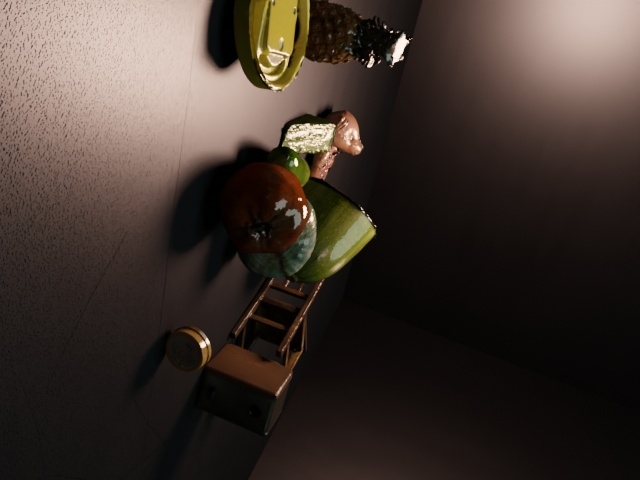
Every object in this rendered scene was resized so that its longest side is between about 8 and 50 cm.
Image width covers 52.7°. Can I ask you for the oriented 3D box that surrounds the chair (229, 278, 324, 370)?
[{"bbox_3d":[-0.135,0.275,2.183,0.416,0.203,0.241,-57,160,-47],"label":"chair"}]

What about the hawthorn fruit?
[{"bbox_3d":[-0.133,-0.095,1.497,0.262,0.210,0.211,-100,-161,-52],"label":"hawthorn fruit"}]

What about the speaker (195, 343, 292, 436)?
[{"bbox_3d":[-0.222,0.440,1.916,0.192,0.230,0.153,-46,155,-67],"label":"speaker"}]

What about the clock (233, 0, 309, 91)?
[{"bbox_3d":[-0.101,-0.445,1.280,0.277,0.071,0.294,-7,106,-70],"label":"clock"}]

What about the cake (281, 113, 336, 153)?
[{"bbox_3d":[-0.064,-0.309,1.884,0.235,0.099,0.100,-16,129,-52],"label":"cake"}]

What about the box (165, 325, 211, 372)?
[{"bbox_3d":[-0.301,0.247,1.469,0.037,0.105,0.106,-31,141,-63],"label":"box"}]

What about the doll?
[{"bbox_3d":[0.051,-0.293,2.205,0.201,0.156,0.303,-62,174,-69],"label":"doll"}]

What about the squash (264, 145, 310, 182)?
[{"bbox_3d":[-0.088,-0.188,1.733,0.395,0.107,0.107,-33,143,-86],"label":"squash"}]

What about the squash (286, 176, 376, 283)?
[{"bbox_3d":[-0.025,0.005,2.096,0.309,0.310,0.310,-52,166,-13],"label":"squash"}]

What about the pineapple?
[{"bbox_3d":[0.085,-0.496,1.601,0.158,0.278,0.158,17,90,-82],"label":"pineapple"}]

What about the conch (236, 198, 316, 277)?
[{"bbox_3d":[-0.122,-0.010,1.684,0.195,0.220,0.277,-27,-176,-32],"label":"conch"}]
